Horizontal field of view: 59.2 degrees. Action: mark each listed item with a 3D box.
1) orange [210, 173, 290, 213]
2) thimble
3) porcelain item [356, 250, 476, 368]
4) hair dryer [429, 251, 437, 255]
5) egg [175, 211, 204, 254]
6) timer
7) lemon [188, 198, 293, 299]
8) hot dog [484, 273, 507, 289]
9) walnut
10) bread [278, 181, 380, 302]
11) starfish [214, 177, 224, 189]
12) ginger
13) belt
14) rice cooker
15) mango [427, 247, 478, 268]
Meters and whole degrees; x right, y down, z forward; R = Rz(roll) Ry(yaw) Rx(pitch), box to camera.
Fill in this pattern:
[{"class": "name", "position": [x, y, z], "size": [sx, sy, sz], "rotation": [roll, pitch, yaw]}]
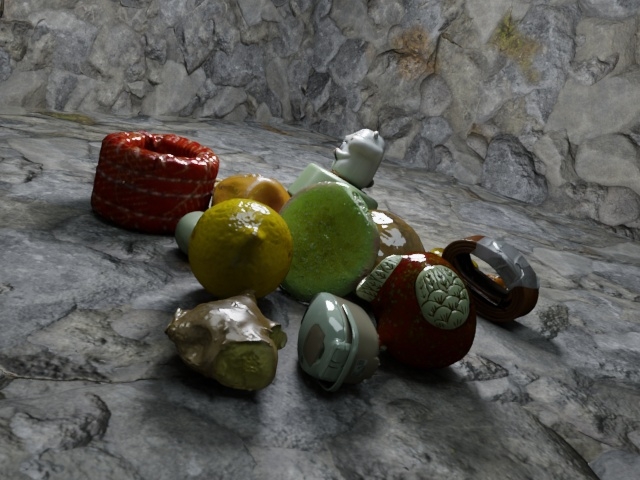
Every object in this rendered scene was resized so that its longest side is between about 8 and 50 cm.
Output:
[{"class": "orange", "position": [-0.198, -0.103, 1.634], "size": [0.249, 0.183, 0.249], "rotation": [16, 2, 0]}, {"class": "thimble", "position": [-0.475, -0.174, 1.623], "size": [0.350, 0.231, 0.350], "rotation": [13, 18, -4]}, {"class": "porcelain item", "position": [0.182, 0.149, 1.138], "size": [0.253, 0.253, 0.253], "rotation": [11, 19, -4]}, {"class": "hair dryer", "position": [0.315, 0.119, 1.525], "size": [0.154, 0.106, 0.054], "rotation": [49, 30, 21]}, {"class": "egg", "position": [-0.314, -0.017, 1.441], "size": [0.114, 0.114, 0.152], "rotation": [7, 15, -16]}, {"class": "timer", "position": [0.090, -0.207, 1.780], "size": [0.291, 0.315, 0.291], "rotation": [30, 6, -3]}, {"class": "lemon", "position": [-0.174, 0.020, 1.226], "size": [0.228, 0.228, 0.253], "rotation": [14, -16, 4]}, {"class": "hot dog", "position": [0.449, 0.120, 1.637], "size": [0.191, 0.059, 0.108], "rotation": [6, 15, -11]}, {"class": "walnut", "position": [0.141, 0.038, 1.408], "size": [0.225, 0.225, 0.261], "rotation": [-4, 31, -40]}, {"class": "bread", "position": [-0.005, 0.002, 1.334], "size": [0.301, 0.301, 0.045], "rotation": [24, -2, 30]}, {"class": "starfish", "position": [-0.283, -0.179, 2.017], "size": [0.238, 0.071, 0.216], "rotation": [20, 25, 3]}, {"class": "ginger", "position": [-0.165, 0.163, 1.020], "size": [0.219, 0.123, 0.270], "rotation": [14, 9, -7]}, {"class": "belt", "position": [0.446, 0.094, 1.489], "size": [0.105, 0.184, 0.261], "rotation": [-7, 39, -47]}, {"class": "rice cooker", "position": [0.029, 0.183, 1.045], "size": [0.127, 0.145, 0.206], "rotation": [15, 18, -26]}, {"class": "mango", "position": [0.403, 0.070, 1.720], "size": [0.161, 0.076, 0.103], "rotation": [13, 14, -10]}]
